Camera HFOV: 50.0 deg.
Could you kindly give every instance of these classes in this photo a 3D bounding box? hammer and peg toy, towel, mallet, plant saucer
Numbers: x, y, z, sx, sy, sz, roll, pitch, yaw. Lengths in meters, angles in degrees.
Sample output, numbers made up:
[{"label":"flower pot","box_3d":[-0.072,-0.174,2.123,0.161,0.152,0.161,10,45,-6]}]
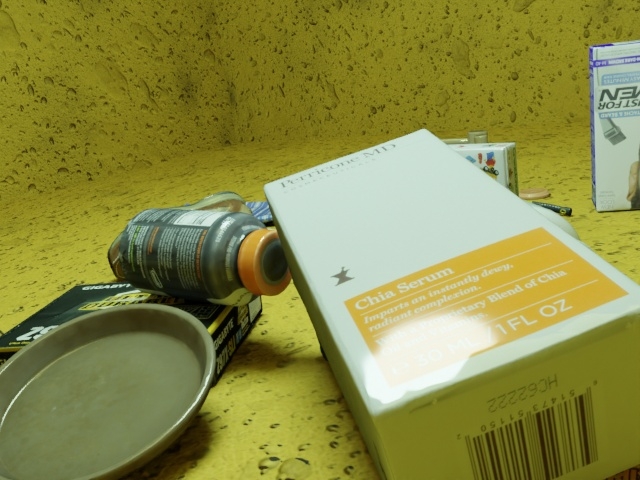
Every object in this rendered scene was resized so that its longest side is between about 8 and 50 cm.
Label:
[{"label":"hammer and peg toy","box_3d":[0.349,-0.215,1.920,0.266,0.127,0.361,-3,15,23]},{"label":"towel","box_3d":[-0.250,-0.075,1.842,0.336,0.040,0.243,-5,13,11]},{"label":"mallet","box_3d":[0.458,-0.072,1.507,0.039,0.062,0.190,-22,35,-40]},{"label":"plant saucer","box_3d":[0.514,-0.114,1.666,0.084,0.013,0.083,-7,14,2]},{"label":"plant saucer","box_3d":[-0.249,0.171,0.767,0.278,0.041,0.277,-8,34,5]}]

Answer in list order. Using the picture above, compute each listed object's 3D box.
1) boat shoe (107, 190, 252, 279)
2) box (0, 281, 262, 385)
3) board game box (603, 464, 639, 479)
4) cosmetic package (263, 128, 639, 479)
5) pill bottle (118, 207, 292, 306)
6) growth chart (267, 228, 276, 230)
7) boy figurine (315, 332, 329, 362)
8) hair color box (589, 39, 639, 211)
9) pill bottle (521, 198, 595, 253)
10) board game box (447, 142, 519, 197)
[{"label":"boat shoe","box_3d":[-0.279,-0.003,1.439,0.324,0.122,0.120,-27,49,-24]},{"label":"box","box_3d":[-0.272,0.130,1.011,0.322,0.079,0.257,-4,17,11]},{"label":"board game box","box_3d":[0.234,0.178,0.641,0.260,0.039,0.124,-4,16,24]},{"label":"cosmetic package","box_3d":[0.105,0.051,0.701,0.230,0.161,0.453,-21,28,-6]},{"label":"pill bottle","box_3d":[-0.155,0.023,0.959,0.246,0.130,0.130,5,19,36]},{"label":"growth chart","box_3d":[-0.081,-0.012,1.571,0.237,0.021,0.172,-6,16,9]},{"label":"boy figurine","box_3d":[0.083,0.080,0.991,0.177,0.092,0.285,-2,15,22]},{"label":"hair color box","box_3d":[0.657,-0.238,1.414,0.185,0.338,0.110,-3,17,17]},{"label":"pill bottle","box_3d":[0.258,0.024,0.959,0.169,0.169,0.301,-9,14,-6]},{"label":"board game box","box_3d":[0.241,-0.091,1.362,0.305,0.192,0.053,5,20,40]}]
